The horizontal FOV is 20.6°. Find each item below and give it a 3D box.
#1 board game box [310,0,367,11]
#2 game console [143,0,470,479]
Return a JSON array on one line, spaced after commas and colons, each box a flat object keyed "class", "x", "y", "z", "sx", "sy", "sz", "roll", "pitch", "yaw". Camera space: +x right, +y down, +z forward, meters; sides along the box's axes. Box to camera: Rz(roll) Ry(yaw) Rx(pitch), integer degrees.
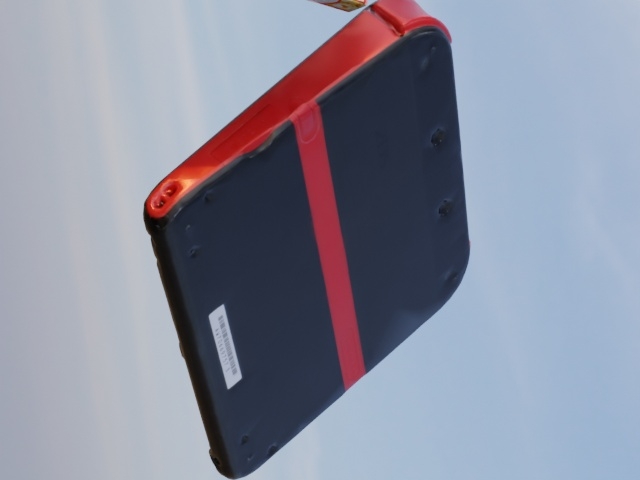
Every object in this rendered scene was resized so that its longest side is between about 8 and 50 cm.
[{"class": "board game box", "x": -0.045, "y": -0.267, "z": 1.311, "sx": 0.045, "sy": 0.193, "sz": 0.147, "roll": 179, "pitch": -75, "yaw": -72}, {"class": "game console", "x": 0.000, "y": 0.000, "z": 1.575, "sx": 0.060, "sy": 0.342, "sz": 0.387, "roll": 35, "pitch": -28, "yaw": 34}]
